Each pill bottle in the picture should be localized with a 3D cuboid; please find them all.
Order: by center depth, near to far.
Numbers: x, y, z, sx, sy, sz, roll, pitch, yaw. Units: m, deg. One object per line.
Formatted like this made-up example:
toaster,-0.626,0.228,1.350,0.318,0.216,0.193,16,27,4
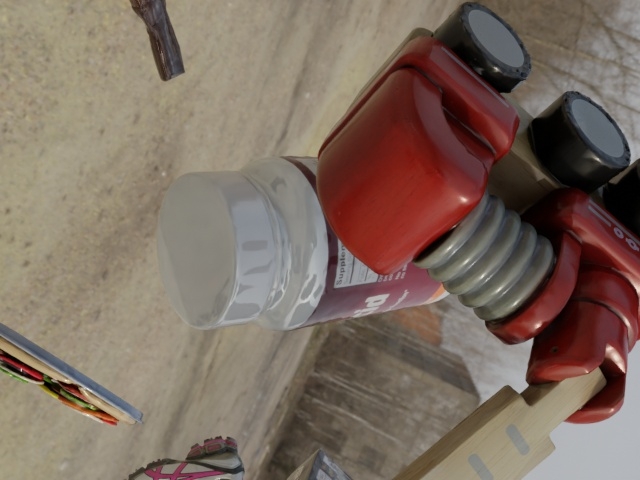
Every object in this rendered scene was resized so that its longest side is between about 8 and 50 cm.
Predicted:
pill bottle,0.000,0.000,0.983,0.392,0.224,0.224,-5,129,-39

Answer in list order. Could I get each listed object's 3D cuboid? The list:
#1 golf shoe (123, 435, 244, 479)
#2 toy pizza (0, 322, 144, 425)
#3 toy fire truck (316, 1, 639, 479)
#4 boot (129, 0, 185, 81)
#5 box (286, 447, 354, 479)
golf shoe,-0.193,0.336,0.990,0.067,0.186,0.086,64,3,-52
toy pizza,-0.251,0.121,0.666,0.032,0.201,0.201,-58,172,-19
toy fire truck,0.079,0.026,0.401,0.158,0.217,0.246,-43,-169,41
boot,-0.175,-0.247,0.815,0.114,0.037,0.106,71,23,-46
box,0.052,0.490,0.961,0.097,0.318,0.395,-47,179,13
